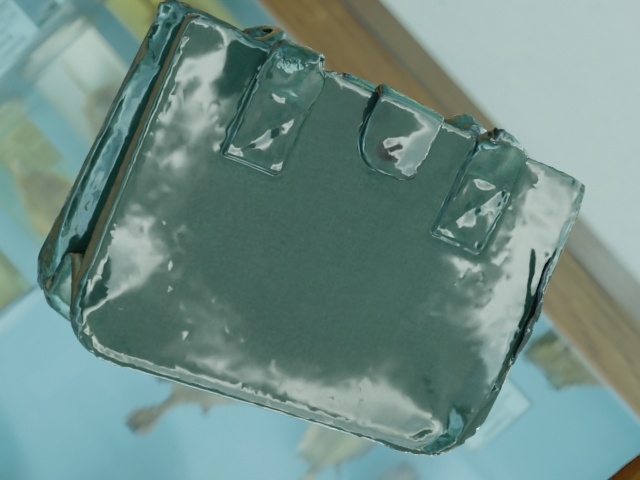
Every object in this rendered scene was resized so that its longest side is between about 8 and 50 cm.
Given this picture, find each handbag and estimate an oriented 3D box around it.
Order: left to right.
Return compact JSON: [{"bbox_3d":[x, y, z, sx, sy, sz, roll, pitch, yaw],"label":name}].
[{"bbox_3d":[0.000,0.001,1.023,0.238,0.326,0.089,-65,-153,9],"label":"handbag"}]

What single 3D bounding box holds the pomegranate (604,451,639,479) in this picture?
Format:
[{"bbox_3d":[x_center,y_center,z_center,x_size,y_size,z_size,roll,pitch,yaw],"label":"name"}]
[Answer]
[{"bbox_3d":[0.176,0.163,0.303,0.322,0.322,0.322,-42,177,-2],"label":"pomegranate"}]
